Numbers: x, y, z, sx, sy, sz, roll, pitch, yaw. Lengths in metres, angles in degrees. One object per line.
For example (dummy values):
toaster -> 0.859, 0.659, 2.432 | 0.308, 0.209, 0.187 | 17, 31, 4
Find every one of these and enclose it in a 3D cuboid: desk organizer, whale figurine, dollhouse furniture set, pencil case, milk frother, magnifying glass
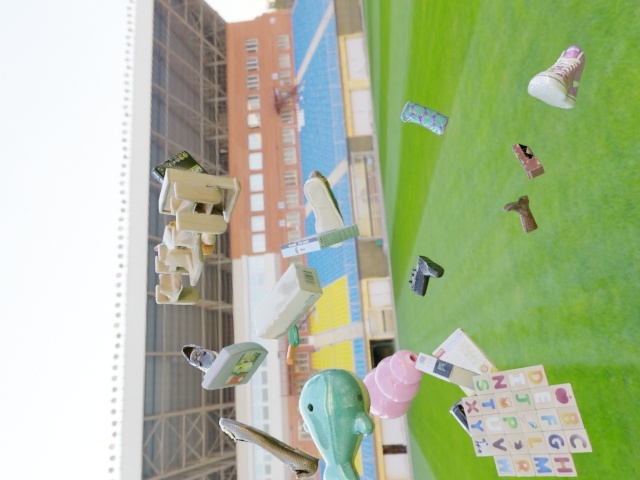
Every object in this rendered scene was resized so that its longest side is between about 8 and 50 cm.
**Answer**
desk organizer -> 0.668, -0.261, 1.570 | 0.047, 0.050, 0.130 | 41, -151, -46
whale figurine -> 0.026, 0.443, 1.151 | 0.141, 0.216, 0.272 | 15, -112, -45
dollhouse furniture set -> -0.393, -0.038, 1.636 | 0.362, 0.256, 0.394 | -61, 34, 39
pencil case -> 0.340, -0.398, 1.591 | 0.064, 0.151, 0.070 | -61, -7, -56
milk frother -> 0.521, 0.570, 1.605 | 0.135, 0.143, 0.129 | 50, 177, 41
magnifying glass -> -0.105, 0.393, 1.855 | 0.231, 0.026, 0.092 | -80, -23, -69

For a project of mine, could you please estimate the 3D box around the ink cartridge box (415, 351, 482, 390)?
ink cartridge box -> 0.525, 0.489, 1.704 | 0.175, 0.370, 0.069 | 3, 68, 62

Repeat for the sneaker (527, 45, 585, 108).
sneaker -> 0.668, -0.474, 1.367 | 0.282, 0.102, 0.161 | -8, -65, -55

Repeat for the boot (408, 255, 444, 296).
boot -> 0.285, 0.105, 1.321 | 0.121, 0.045, 0.099 | -131, 51, -64

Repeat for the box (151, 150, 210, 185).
box -> -0.550, -0.255, 1.971 | 0.045, 0.184, 0.191 | -44, 2, 44

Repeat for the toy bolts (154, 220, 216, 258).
toy bolts -> -0.566, -0.015, 2.020 | 0.218, 0.158, 0.228 | 54, -146, 10

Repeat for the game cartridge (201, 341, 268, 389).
game cartridge -> -0.328, 0.497, 1.955 | 0.196, 0.060, 0.294 | -59, -26, 5

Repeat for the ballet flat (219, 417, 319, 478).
ballet flat -> -0.124, 0.473, 1.110 | 0.084, 0.249, 0.058 | 83, -150, -69

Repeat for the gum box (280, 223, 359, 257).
gum box -> 0.000, 0.000, 1.447 | 0.184, 0.157, 0.041 | -18, -86, -47

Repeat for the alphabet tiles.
alphabet tiles -> 0.566, 0.512, 1.377 | 0.011, 0.342, 0.285 | 5, -113, -41

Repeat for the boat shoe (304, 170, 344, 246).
boat shoe -> 0.021, -0.120, 1.904 | 0.097, 0.116, 0.324 | -81, -26, -52

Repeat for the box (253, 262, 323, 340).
box -> -0.110, 0.204, 1.577 | 0.275, 0.094, 0.113 | -50, 39, 34

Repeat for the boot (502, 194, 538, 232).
boot -> 0.593, -0.064, 1.440 | 0.037, 0.106, 0.114 | 8, 120, 66

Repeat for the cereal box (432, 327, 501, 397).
cereal box -> 0.612, 0.512, 2.052 | 0.047, 0.173, 0.240 | 7, -141, -53

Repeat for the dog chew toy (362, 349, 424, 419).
dog chew toy -> 0.286, 0.537, 1.861 | 0.207, 0.206, 0.332 | -90, 17, -48

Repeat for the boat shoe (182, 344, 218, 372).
boat shoe -> -0.562, 0.545, 2.266 | 0.285, 0.092, 0.103 | 6, 74, 54
